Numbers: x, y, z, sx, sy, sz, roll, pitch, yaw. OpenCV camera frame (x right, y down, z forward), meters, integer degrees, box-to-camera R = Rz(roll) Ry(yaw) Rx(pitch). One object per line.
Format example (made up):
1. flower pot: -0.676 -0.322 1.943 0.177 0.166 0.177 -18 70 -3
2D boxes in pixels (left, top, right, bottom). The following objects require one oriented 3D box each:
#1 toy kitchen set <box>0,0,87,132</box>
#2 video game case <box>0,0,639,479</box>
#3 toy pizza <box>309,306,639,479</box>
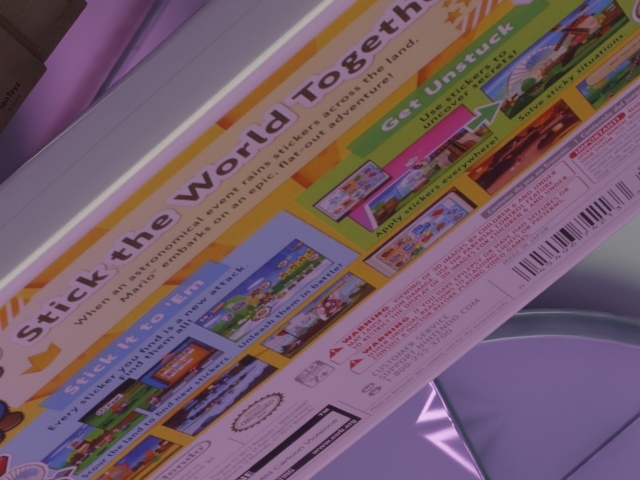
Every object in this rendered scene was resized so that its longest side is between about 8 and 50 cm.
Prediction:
1. toy kitchen set: -0.127 -0.058 0.474 0.068 0.075 0.083 44 73 -37
2. video game case: 0.000 0.000 0.461 0.227 0.026 0.206 -40 152 10
3. toy pizza: 0.067 0.094 0.629 0.201 0.032 0.201 -3 130 -4
